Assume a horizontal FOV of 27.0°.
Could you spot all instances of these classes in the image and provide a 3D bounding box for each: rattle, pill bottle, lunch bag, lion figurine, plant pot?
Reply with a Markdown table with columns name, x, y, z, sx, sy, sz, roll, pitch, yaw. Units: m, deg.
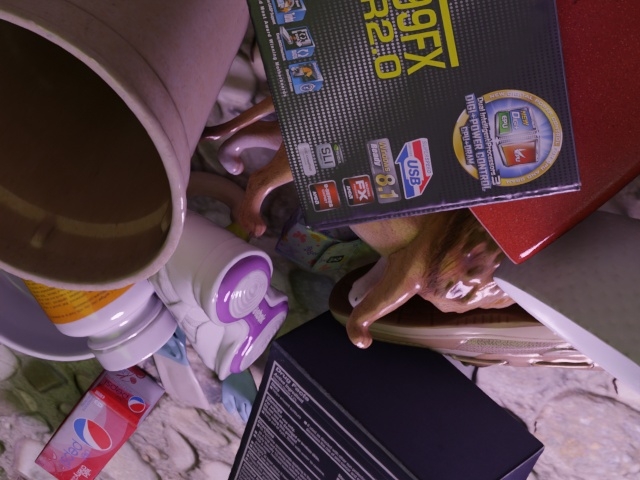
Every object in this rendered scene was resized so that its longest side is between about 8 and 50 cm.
| name | x | y | z | sx | sy | sz | roll | pitch | yaw |
| --- | --- | --- | --- | --- | --- | --- | --- | --- | --- |
| rattle | -0.172 | -0.021 | 1.571 | 0.200 | 0.130 | 0.142 | 20 | 156 | 10 |
| pill bottle | -0.265 | 0.020 | 1.482 | 0.136 | 0.136 | 0.245 | -14 | 117 | 37 |
| lunch bag | 0.000 | 0.000 | 1.546 | 0.083 | 0.053 | 0.071 | 27 | 141 | -13 |
| lion figurine | 0.061 | -0.052 | 1.394 | 0.392 | 0.142 | 0.240 | 43 | 111 | -8 |
| plant pot | 0.200 | -0.192 | 1.116 | 0.236 | 0.267 | 0.267 | -28 | 116 | 29 |
| plant pot | -0.225 | -0.173 | 1.297 | 0.334 | 0.305 | 0.333 | 14 | 136 | 14 |

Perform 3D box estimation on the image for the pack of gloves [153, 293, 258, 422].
| name | x | y | z | sx | sy | sz | roll | pitch | yaw |
| --- | --- | --- | --- | --- | --- | --- | --- | --- | --- |
| pack of gloves | -0.154 | 0.149 | 1.794 | 0.195 | 0.046 | 0.232 | 20 | 142 | 32 |

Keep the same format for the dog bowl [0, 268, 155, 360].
| name | x | y | z | sx | sy | sz | roll | pitch | yaw |
| --- | --- | --- | --- | --- | --- | --- | --- | --- | --- |
| dog bowl | -0.322 | 0.011 | 1.630 | 0.265 | 0.104 | 0.264 | 5 | 120 | 8 |

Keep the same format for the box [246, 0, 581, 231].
| name | x | y | z | sx | sy | sz | roll | pitch | yaw |
| --- | --- | --- | --- | --- | --- | --- | --- | --- | --- |
| box | 0.066 | -0.148 | 0.978 | 0.216 | 0.060 | 0.270 | -8 | 121 | 10 |

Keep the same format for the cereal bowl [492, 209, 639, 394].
| name | x | y | z | sx | sy | sz | roll | pitch | yaw |
| --- | --- | --- | --- | --- | --- | --- | --- | --- | --- |
| cereal bowl | 0.332 | 0.077 | 1.228 | 0.339 | 0.141 | 0.339 | 36 | 179 | 1 |

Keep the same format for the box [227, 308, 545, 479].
| name | x | y | z | sx | sy | sz | roll | pitch | yaw |
| --- | --- | --- | --- | --- | --- | --- | --- | --- | --- |
| box | 0.066 | 0.275 | 1.593 | 0.296 | 0.183 | 0.294 | 42 | 136 | 24 |

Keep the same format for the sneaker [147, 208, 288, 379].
| name | x | y | z | sx | sy | sz | roll | pitch | yaw |
| --- | --- | --- | --- | --- | --- | --- | --- | --- | --- |
| sneaker | -0.119 | 0.050 | 1.465 | 0.152 | 0.114 | 0.305 | 36 | 159 | 17 |

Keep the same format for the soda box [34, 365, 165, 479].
| name | x | y | z | sx | sy | sz | roll | pitch | yaw |
| --- | --- | --- | --- | --- | --- | --- | --- | --- | --- |
| soda box | -0.328 | 0.275 | 1.962 | 0.092 | 0.083 | 0.263 | 38 | 137 | -3 |

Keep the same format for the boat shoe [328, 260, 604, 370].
| name | x | y | z | sx | sy | sz | roll | pitch | yaw |
| --- | --- | --- | --- | --- | --- | --- | --- | --- | --- |
| boat shoe | 0.175 | 0.097 | 1.499 | 0.341 | 0.121 | 0.110 | 4 | 133 | 22 |
